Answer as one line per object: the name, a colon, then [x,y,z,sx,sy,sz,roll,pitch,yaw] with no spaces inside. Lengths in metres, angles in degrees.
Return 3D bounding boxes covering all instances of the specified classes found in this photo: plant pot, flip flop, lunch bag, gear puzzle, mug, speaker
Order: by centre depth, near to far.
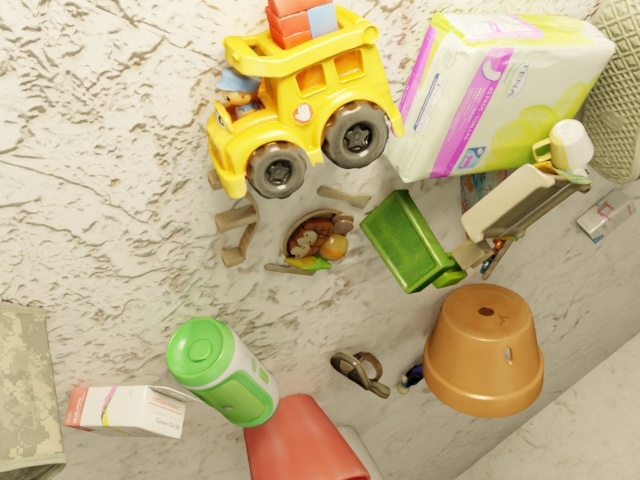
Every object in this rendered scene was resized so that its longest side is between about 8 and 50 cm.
lunch bag: [-0.471,0.196,0.616,0.287,0.235,0.169,18,125,-47]
mug: [0.369,-0.144,0.819,0.078,0.062,0.064,-43,138,4]
speaker: [-0.169,0.252,1.001,0.131,0.131,0.297,-29,144,-4]
gear puzzle: [0.387,-0.060,1.049,0.175,0.044,0.339,-46,161,-28]
plant pot: [0.389,0.240,1.297,0.290,0.291,0.204,-19,125,-17]
plant pot: [-0.055,0.527,1.308,0.274,0.243,0.275,-20,143,-16]
flip flop: [0.111,0.314,1.313,0.080,0.112,0.277,-57,142,-10]

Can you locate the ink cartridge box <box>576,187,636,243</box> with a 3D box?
ink cartridge box: [0.705,-0.060,1.339,0.122,0.052,0.088,-42,144,16]

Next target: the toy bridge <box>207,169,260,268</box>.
toy bridge: [-0.120,-0.032,0.785,0.063,0.026,0.188,-20,143,-18]

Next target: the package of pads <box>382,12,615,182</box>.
package of pads: [0.256,-0.210,0.790,0.296,0.101,0.229,-11,141,-28]

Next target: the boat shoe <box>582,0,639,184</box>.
boat shoe: [0.538,-0.272,0.864,0.156,0.187,0.500,-37,149,-1]

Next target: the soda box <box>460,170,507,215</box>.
soda box: [0.296,-0.094,0.991,0.062,0.058,0.183,-29,143,-4]

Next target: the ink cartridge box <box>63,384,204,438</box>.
ink cartridge box: [-0.310,0.291,0.914,0.198,0.067,0.115,-8,150,22]

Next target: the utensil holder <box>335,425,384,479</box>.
utensil holder: [0.062,0.795,1.592,0.327,0.386,0.328,-20,143,-16]

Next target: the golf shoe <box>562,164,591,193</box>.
golf shoe: [0.487,-0.151,1.043,0.069,0.086,0.176,-40,142,14]

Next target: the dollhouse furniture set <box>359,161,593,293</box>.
dollhouse furniture set: [0.251,-0.060,0.896,0.197,0.151,0.301,-4,147,-49]

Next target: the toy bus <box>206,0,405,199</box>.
toy bus: [-0.037,-0.176,0.591,0.220,0.149,0.212,-24,131,-7]

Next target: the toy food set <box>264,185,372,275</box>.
toy food set: [0.000,0.000,0.900,0.132,0.039,0.192,8,129,-42]

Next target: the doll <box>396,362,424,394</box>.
doll: [0.277,0.380,1.548,0.129,0.046,0.189,-7,145,-44]
